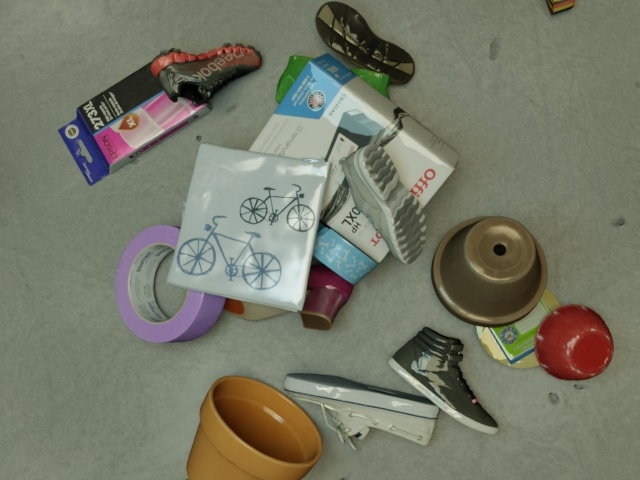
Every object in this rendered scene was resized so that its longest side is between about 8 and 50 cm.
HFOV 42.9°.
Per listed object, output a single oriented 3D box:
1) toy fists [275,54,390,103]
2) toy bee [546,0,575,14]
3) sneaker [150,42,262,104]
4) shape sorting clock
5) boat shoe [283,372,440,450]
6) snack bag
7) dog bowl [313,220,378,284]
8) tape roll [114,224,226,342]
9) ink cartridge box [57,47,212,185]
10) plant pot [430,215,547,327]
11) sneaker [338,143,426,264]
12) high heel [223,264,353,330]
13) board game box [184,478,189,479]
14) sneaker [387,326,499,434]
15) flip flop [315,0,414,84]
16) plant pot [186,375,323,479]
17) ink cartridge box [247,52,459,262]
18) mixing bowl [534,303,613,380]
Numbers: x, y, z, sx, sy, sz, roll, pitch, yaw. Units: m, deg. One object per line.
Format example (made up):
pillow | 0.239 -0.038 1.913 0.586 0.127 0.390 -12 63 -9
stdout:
toy fists | 0.030 -0.344 1.964 0.279 0.096 0.142 15 82 8
toy bee | 0.516 -0.685 1.904 0.195 0.162 0.298 -40 83 4
sneaker | -0.261 -0.395 1.958 0.276 0.097 0.135 -14 75 -25
shape sorting clock | 0.465 0.194 1.900 0.206 0.040 0.206 -1 76 3
boat shoe | 0.084 0.412 1.889 0.367 0.136 0.156 13 90 -3
snack bag | -0.160 -0.038 1.792 0.323 0.037 0.342 10 85 13
dog bowl | 0.000 0.000 1.873 0.297 0.166 0.074 36 91 32
tape roll | -0.353 0.103 1.919 0.275 0.090 0.274 -3 84 31
ink cartridge box | -0.472 -0.306 2.031 0.371 0.069 0.175 -32 83 5
plant pot | 0.381 0.046 1.806 0.263 0.229 0.262 -2 73 5
sneaker | 0.134 -0.077 1.743 0.105 0.115 0.281 -37 111 -32
high heel | -0.109 0.103 1.964 0.378 0.127 0.181 15 48 16
board game box | -0.269 0.657 1.941 0.181 0.043 0.092 29 89 8
sneaker | 0.312 0.313 1.874 0.296 0.104 0.146 37 95 12
flip flop | 0.104 -0.470 1.978 0.277 0.080 0.112 32 85 -8
plant pot | -0.170 0.475 1.842 0.291 0.291 0.203 36 106 8
ink cartridge box | 0.074 -0.187 1.847 0.395 0.166 0.285 37 113 0
mixing bowl | 0.585 0.242 1.831 0.182 0.098 0.181 -1 98 -8
